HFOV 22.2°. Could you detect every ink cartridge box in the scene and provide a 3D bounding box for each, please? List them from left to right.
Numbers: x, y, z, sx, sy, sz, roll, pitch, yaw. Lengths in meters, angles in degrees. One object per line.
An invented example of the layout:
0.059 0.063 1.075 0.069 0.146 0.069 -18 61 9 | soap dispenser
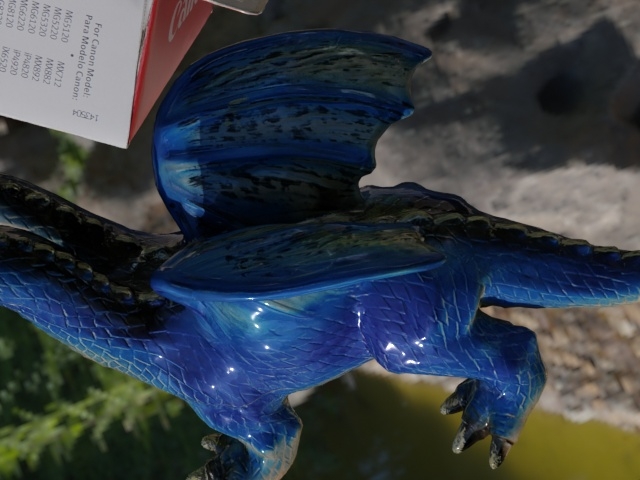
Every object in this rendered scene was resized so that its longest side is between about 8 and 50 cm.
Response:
-0.162 -0.198 1.232 0.309 0.272 0.130 -71 -4 -62 | ink cartridge box

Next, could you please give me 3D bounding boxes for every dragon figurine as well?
0.000 0.000 0.457 0.144 0.289 0.085 60 -158 -50 | dragon figurine
